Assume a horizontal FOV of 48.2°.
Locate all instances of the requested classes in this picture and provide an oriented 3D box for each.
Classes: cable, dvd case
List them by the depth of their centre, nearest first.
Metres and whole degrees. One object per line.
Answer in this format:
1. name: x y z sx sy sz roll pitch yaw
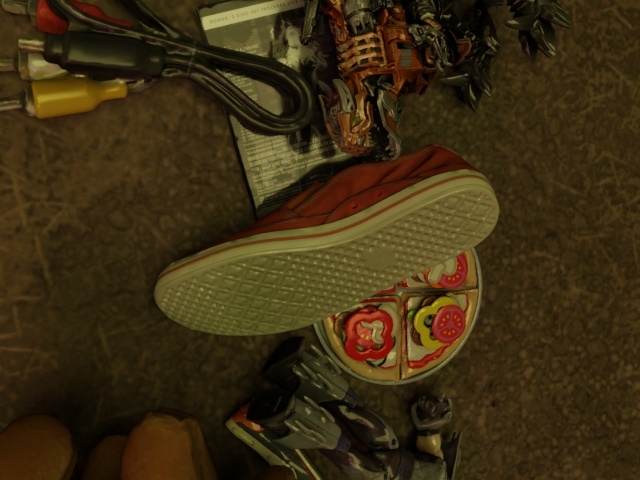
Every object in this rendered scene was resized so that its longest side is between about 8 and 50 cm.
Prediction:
1. cable: -0.147 -0.168 0.656 0.287 0.072 0.140 5 81 -23
2. dvd case: -0.015 -0.140 0.716 0.164 0.018 0.221 -18 101 -14

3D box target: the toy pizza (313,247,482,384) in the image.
1. toy pizza: 0.087 0.058 0.761 0.201 0.032 0.201 -2 96 -17

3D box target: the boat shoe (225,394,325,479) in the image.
1. boat shoe: -0.040 0.220 0.730 0.043 0.049 0.137 -39 103 -7

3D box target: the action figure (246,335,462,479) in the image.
1. action figure: 0.059 0.217 0.714 0.285 0.099 0.185 39 45 -18

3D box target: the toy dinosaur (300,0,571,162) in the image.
1. toy dinosaur: 0.096 -0.227 0.667 0.218 0.164 0.322 15 95 -15

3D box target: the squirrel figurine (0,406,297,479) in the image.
1. squirrel figurine: -0.218 0.333 0.524 0.370 0.281 0.397 -7 70 11

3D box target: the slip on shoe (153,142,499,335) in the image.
1. slip on shoe: 0.000 0.000 0.685 0.331 0.101 0.123 -22 133 3
